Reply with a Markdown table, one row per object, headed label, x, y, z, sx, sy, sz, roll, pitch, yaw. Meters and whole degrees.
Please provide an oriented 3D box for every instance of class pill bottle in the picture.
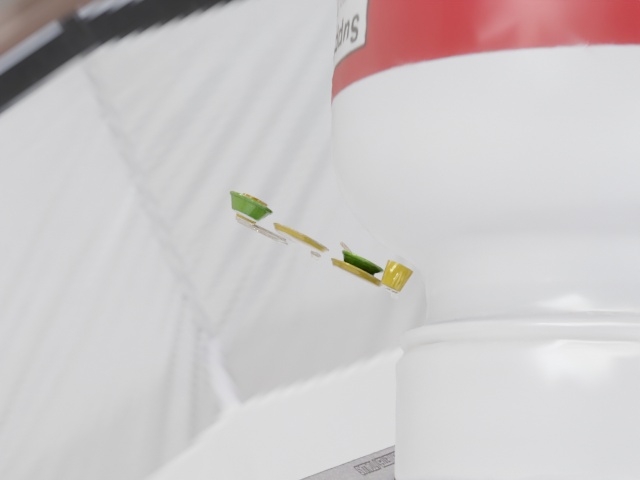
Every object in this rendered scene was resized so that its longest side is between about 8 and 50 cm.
| label | x | y | z | sx | sy | sz | roll | pitch | yaw |
| --- | --- | --- | --- | --- | --- | --- | --- | --- | --- |
| pill bottle | 0.121 | -0.113 | 0.672 | 0.229 | 0.229 | 0.407 | 67 | -154 | -81 |

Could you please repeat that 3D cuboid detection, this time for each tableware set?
| label | x | y | z | sx | sy | sz | roll | pitch | yaw |
| --- | --- | --- | --- | --- | --- | --- | --- | --- | --- |
| tableware set | 0.000 | 0.000 | 1.508 | 0.154 | 0.024 | 0.104 | 26 | 174 | 6 |

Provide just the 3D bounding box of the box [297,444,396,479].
| label | x | y | z | sx | sy | sz | roll | pitch | yaw |
| --- | --- | --- | --- | --- | --- | --- | --- | --- | --- |
| box | 0.013 | 0.268 | 1.504 | 0.142 | 0.163 | 0.247 | 55 | -160 | 11 |
